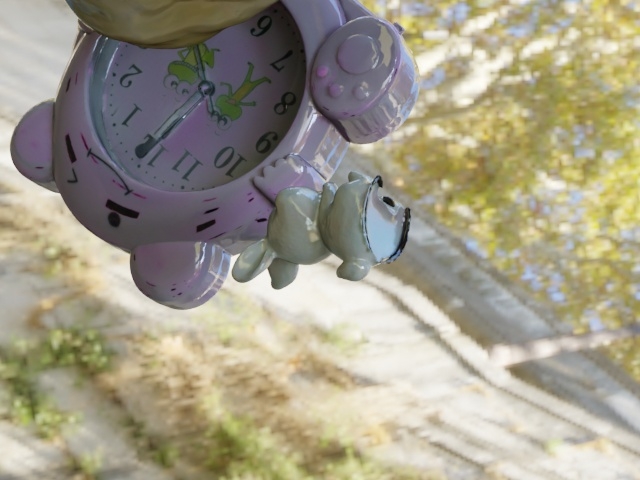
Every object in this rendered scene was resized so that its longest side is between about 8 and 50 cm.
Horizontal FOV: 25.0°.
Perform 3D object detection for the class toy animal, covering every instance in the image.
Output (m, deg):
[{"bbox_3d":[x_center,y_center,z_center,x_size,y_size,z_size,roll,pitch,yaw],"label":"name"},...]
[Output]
[{"bbox_3d":[0.000,-0.007,1.093,0.124,0.071,0.085,-1,-98,32],"label":"toy animal"}]

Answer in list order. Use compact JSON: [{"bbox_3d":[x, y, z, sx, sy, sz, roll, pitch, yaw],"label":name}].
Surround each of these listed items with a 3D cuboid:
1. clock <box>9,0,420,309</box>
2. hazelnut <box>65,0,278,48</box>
[{"bbox_3d":[-0.103,-0.123,1.294,0.295,0.113,0.322,42,-88,19],"label":"clock"},{"bbox_3d":[-0.104,-0.286,1.128,0.261,0.241,0.261,8,-68,21],"label":"hazelnut"}]
